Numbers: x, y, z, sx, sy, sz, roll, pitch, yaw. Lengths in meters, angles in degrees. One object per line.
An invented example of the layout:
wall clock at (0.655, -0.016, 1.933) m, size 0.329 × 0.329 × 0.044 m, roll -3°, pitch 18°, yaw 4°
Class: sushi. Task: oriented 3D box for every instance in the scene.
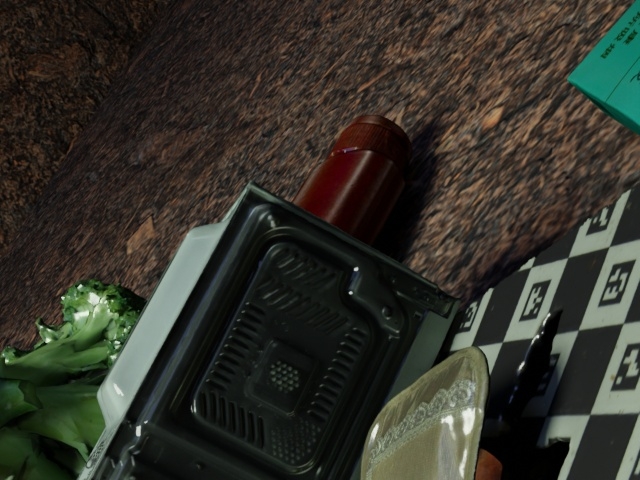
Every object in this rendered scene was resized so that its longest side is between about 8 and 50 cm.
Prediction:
sushi at (0.114, 0.083, 0.721) m, size 0.279 × 0.043 × 0.192 m, roll -43°, pitch 24°, yaw 58°

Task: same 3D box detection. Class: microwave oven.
microwave oven at (-0.038, 0.097, 0.865) m, size 0.208 × 0.162 × 0.122 m, roll -63°, pitch 7°, yaw -19°

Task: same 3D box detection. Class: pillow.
pillow at (0.040, 0.160, 0.697) m, size 0.130 × 0.033 × 0.217 m, roll 137°, pitch 145°, yaw -57°

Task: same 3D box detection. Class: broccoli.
broccoli at (-0.167, 0.137, 0.997) m, size 0.270 × 0.270 × 0.270 m, roll -22°, pitch 53°, yaw 32°

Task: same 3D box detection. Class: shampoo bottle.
shampoo bottle at (0.000, 0.000, 1.149) m, size 0.102 × 0.064 × 0.260 m, roll -29°, pitch 21°, yaw 40°

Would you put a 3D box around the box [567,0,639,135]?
box at (0.234, -0.120, 0.865) m, size 0.161 × 0.042 × 0.226 m, roll -50°, pitch 16°, yaw 8°
